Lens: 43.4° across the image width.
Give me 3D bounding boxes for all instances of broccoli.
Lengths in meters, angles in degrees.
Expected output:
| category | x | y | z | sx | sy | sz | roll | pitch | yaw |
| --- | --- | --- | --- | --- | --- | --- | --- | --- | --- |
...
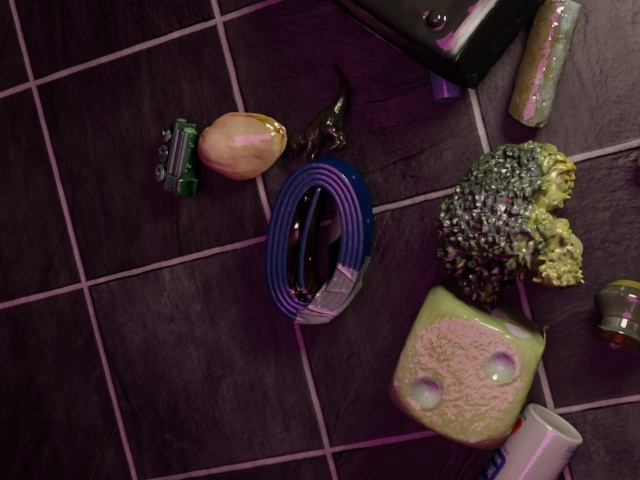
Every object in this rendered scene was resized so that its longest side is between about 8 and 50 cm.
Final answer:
| category | x | y | z | sx | sy | sz | roll | pitch | yaw |
| --- | --- | --- | --- | --- | --- | --- | --- | --- | --- |
| broccoli | 0.386 | -0.022 | 1.572 | 0.280 | 0.348 | 0.293 | 32 | 147 | -20 |

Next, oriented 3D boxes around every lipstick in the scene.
| category | x | y | z | sx | sy | sz | roll | pitch | yaw |
| --- | --- | --- | --- | --- | --- | --- | --- | --- | --- |
| lipstick | 0.249 | -0.424 | 1.648 | 0.068 | 0.061 | 0.274 | -6 | 88 | 37 |

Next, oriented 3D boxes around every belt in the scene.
| category | x | y | z | sx | sy | sz | roll | pitch | yaw |
| --- | --- | --- | --- | --- | --- | --- | --- | --- | --- |
| belt | 0.000 | 0.000 | 1.704 | 0.212 | 0.117 | 0.347 | 11 | 105 | 11 |

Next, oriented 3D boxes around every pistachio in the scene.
| category | x | y | z | sx | sy | sz | roll | pitch | yaw |
| --- | --- | --- | --- | --- | --- | --- | --- | --- | --- |
| pistachio | -0.169 | -0.207 | 1.754 | 0.200 | 0.117 | 0.145 | -3 | 109 | 12 |

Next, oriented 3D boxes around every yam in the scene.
| category | x | y | z | sx | sy | sz | roll | pitch | yaw |
| --- | --- | --- | --- | --- | --- | --- | --- | --- | --- |
| yam | 0.439 | -0.354 | 1.587 | 0.093 | 0.093 | 0.259 | 17 | 100 | 13 |

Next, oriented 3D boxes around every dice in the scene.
| category | x | y | z | sx | sy | sz | roll | pitch | yaw |
| --- | --- | --- | --- | --- | --- | --- | --- | --- | --- |
| dice | 0.289 | 0.241 | 1.591 | 0.249 | 0.252 | 0.255 | 22 | 103 | 12 |

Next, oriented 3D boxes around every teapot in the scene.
| category | x | y | z | sx | sy | sz | roll | pitch | yaw |
| --- | --- | --- | --- | --- | --- | --- | --- | --- | --- |
| teapot | 0.607 | 0.156 | 1.568 | 0.165 | 0.130 | 0.119 | 31 | 70 | -18 |

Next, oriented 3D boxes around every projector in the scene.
| category | x | y | z | sx | sy | sz | roll | pitch | yaw |
| --- | --- | --- | --- | --- | --- | --- | --- | --- | --- |
| projector | 0.224 | -0.559 | 1.511 | 0.405 | 0.242 | 0.395 | 40 | 99 | 20 |

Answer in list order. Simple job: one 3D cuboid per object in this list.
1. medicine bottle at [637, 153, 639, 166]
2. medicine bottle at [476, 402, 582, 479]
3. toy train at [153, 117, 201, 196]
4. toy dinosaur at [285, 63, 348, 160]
| category | x | y | z | sx | sy | sz | roll | pitch | yaw |
| --- | --- | --- | --- | --- | --- | --- | --- | --- | --- |
| medicine bottle | 0.709 | -0.152 | 1.523 | 0.186 | 0.103 | 0.103 | 21 | 100 | 13 |
| medicine bottle | 0.392 | 0.509 | 1.652 | 0.130 | 0.130 | 0.341 | 31 | 102 | 11 |
| toy train | -0.314 | -0.185 | 1.798 | 0.111 | 0.071 | 0.171 | 25 | 107 | 45 |
| toy dinosaur | -0.017 | -0.267 | 1.721 | 0.187 | 0.087 | 0.179 | -23 | 90 | 15 |
